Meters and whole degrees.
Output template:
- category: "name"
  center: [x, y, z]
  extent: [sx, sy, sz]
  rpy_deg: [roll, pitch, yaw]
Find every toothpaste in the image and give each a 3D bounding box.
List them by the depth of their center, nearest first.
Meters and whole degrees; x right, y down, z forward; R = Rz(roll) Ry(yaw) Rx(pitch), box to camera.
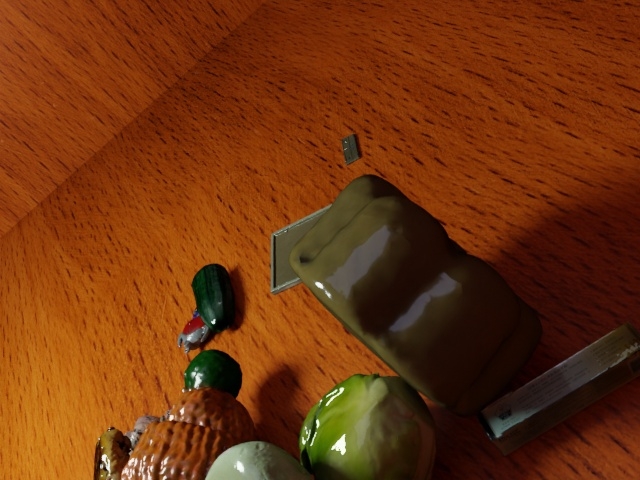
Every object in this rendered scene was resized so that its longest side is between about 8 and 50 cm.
- category: "toothpaste"
  center: [0.428, 0.264, 1.263]
  extent: [0.313, 0.089, 0.071]
  rpy_deg: [-34, 44, 7]

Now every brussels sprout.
- category: "brussels sprout"
  center: [0.090, 0.383, 1.336]
  extent: [0.294, 0.227, 0.259]
  rpy_deg: [-53, 38, 25]

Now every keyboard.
- category: "keyboard"
  center: [0.091, -0.276, 2.180]
  extent: [0.049, 0.015, 0.129]
  rpy_deg: [-23, 39, 14]

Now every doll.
- category: "doll"
  center: [-0.413, 0.479, 1.734]
  extent: [0.303, 0.156, 0.201]
  rpy_deg: [5, 55, 49]
- category: "doll"
  center: [-0.337, 0.235, 1.992]
  extent: [0.104, 0.062, 0.194]
  rpy_deg: [1, 42, 17]

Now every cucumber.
- category: "cucumber"
  center: [-0.289, 0.156, 1.995]
  extent: [0.115, 0.063, 0.244]
  rpy_deg: [-13, 39, -13]

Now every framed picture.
- category: "framed picture"
  center: [0.000, 0.000, 1.969]
  extent: [0.324, 0.020, 0.240]
  rpy_deg: [-26, 39, 18]

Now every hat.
- category: "hat"
  center: [-0.236, 0.439, 1.559]
  extent: [0.285, 0.285, 0.400]
  rpy_deg: [-21, 25, 25]

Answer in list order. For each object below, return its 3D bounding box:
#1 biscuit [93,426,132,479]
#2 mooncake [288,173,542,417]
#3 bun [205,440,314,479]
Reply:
- category: "biscuit"
  center: [-0.465, 0.576, 1.608]
  extent: [0.289, 0.081, 0.334]
  rpy_deg: [-110, 31, -49]
- category: "mooncake"
  center: [0.176, 0.099, 1.341]
  extent: [0.262, 0.467, 0.467]
  rpy_deg: [-47, 36, 2]
- category: "bun"
  center: [-0.076, 0.483, 1.260]
  extent: [0.179, 0.283, 0.283]
  rpy_deg: [-9, 14, -40]
